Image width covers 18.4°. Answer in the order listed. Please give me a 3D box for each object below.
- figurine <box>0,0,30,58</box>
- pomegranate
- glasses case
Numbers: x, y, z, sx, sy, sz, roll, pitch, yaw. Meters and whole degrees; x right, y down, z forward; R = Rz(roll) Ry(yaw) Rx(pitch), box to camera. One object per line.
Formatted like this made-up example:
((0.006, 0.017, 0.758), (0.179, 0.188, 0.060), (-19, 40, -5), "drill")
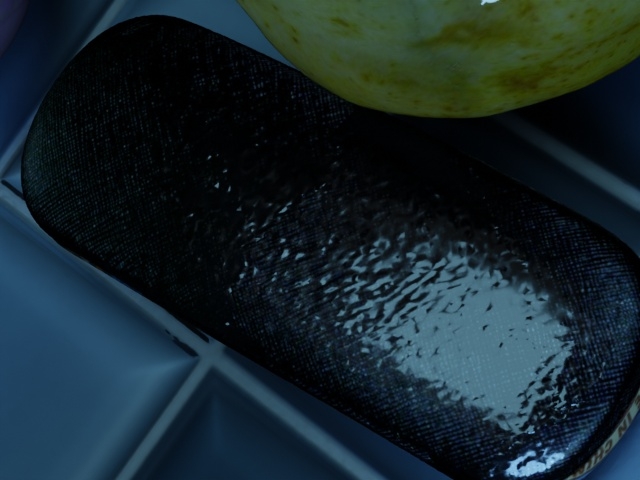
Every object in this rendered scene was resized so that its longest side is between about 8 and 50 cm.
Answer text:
((-0.225, -0.139, 0.977), (0.173, 0.173, 0.173), (-8, 69, 23), "figurine")
((0.053, -0.157, 0.818), (0.233, 0.233, 0.233), (-8, 69, 23), "pomegranate")
((0.000, 0.000, 0.866), (0.321, 0.082, 0.122), (28, 87, 29), "glasses case")
